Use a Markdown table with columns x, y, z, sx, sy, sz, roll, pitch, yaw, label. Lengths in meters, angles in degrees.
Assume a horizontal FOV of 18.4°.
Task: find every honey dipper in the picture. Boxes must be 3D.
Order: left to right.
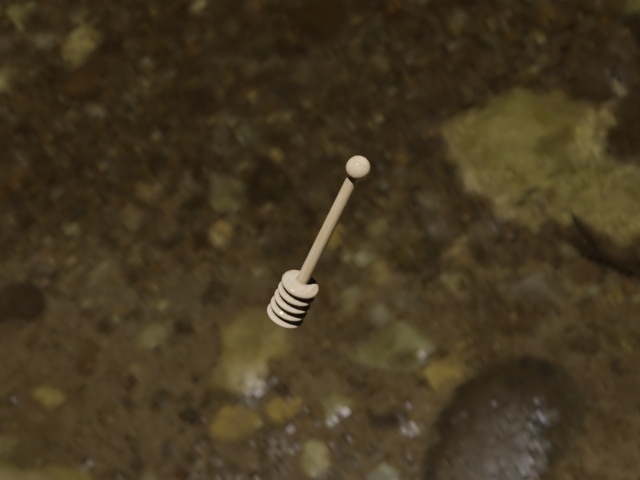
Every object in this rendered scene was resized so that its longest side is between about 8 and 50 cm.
| x | y | z | sx | sy | sz | roll | pitch | yaw | label |
| --- | --- | --- | --- | --- | --- | --- | --- | --- | --- |
| 0.000 | 0.000 | 1.477 | 0.030 | 0.160 | 0.030 | 16 | 37 | -12 | honey dipper |
